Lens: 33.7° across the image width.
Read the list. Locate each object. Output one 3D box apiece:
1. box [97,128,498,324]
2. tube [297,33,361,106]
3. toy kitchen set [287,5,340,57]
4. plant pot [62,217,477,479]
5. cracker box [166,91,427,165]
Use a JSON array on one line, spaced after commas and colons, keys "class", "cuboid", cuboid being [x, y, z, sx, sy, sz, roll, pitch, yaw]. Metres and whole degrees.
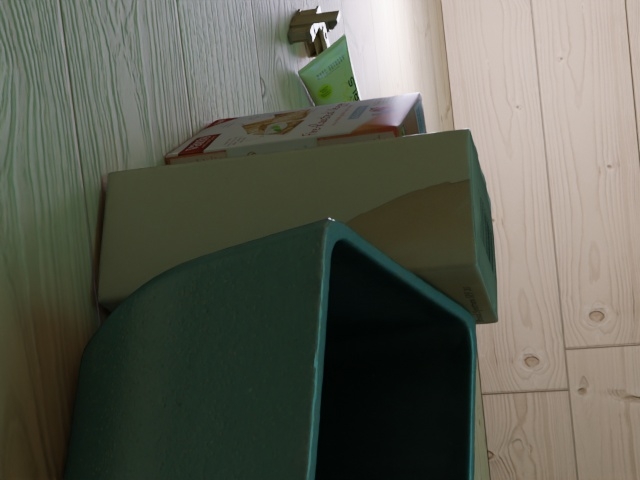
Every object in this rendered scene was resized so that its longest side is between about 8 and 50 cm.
[{"class": "box", "cuboid": [-0.015, 0.005, 0.892, 0.148, 0.311, 0.121, 52, 34, -62]}, {"class": "tube", "cuboid": [0.031, -0.195, 1.592, 0.240, 0.062, 0.070, 68, 26, -49]}, {"class": "toy kitchen set", "cuboid": [0.001, -0.286, 1.505, 0.083, 0.068, 0.075, -75, 154, -51]}, {"class": "plant pot", "cuboid": [-0.049, 0.150, 0.785, 0.248, 0.252, 0.247, 33, 56, -53]}, {"class": "cracker box", "cuboid": [-0.018, -0.089, 1.062, 0.156, 0.232, 0.067, -57, 137, -67]}]
